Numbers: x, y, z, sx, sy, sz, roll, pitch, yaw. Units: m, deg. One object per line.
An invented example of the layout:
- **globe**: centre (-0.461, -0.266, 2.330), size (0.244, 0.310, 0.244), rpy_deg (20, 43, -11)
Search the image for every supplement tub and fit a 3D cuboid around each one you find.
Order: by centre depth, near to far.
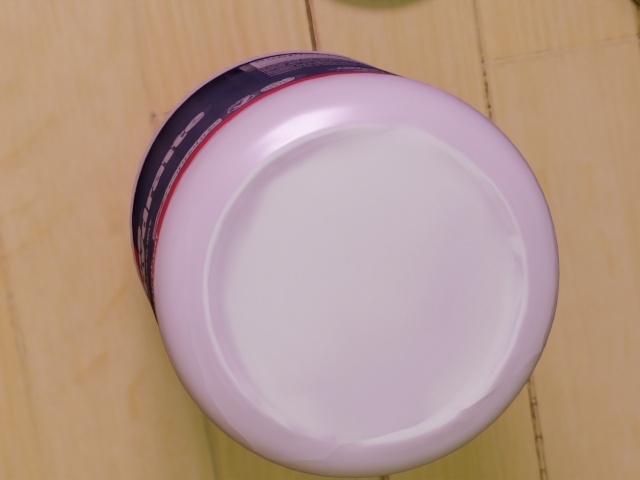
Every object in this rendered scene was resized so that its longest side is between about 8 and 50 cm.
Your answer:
- **supplement tub**: centre (0.000, 0.000, 0.943), size (0.191, 0.272, 0.191), rpy_deg (-1, 99, -9)

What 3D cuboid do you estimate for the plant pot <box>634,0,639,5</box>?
- **plant pot**: centre (0.331, -0.257, 0.917), size (0.366, 0.353, 0.366), rpy_deg (-2, 100, -9)
